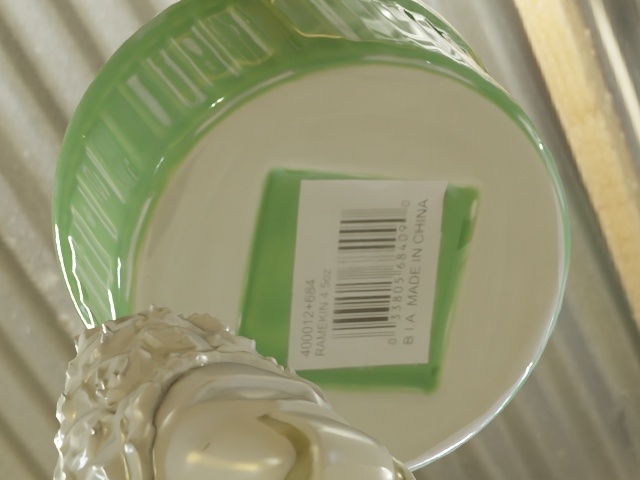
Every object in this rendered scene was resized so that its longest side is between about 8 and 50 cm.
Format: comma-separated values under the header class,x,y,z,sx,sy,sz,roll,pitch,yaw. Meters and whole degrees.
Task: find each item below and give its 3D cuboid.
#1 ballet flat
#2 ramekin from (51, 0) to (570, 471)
class,x,y,z,sx,sy,sz,roll,pitch,yaw
ballet flat,-0.004,0.149,0.579,0.147,0.409,0.147,-8,-46,-8
ramekin,0.000,0.000,0.982,0.303,0.148,0.303,-6,-69,-15
